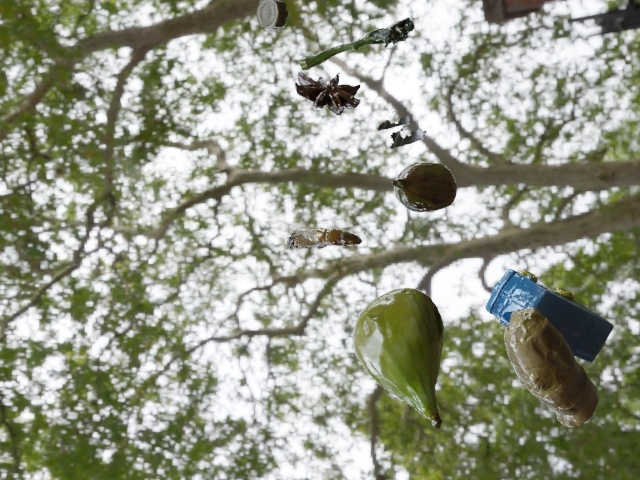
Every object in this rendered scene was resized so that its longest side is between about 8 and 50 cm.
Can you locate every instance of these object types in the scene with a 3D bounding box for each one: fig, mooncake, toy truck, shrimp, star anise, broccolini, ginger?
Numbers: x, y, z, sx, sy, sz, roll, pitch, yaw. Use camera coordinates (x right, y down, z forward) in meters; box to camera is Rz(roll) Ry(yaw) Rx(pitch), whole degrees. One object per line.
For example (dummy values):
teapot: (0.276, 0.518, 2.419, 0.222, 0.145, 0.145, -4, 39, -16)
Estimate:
fig: (0.213, 0.245, 1.948, 0.233, 0.314, 0.233, -24, -46, -27)
mooncake: (0.026, -0.279, 1.394, 0.347, 0.150, 0.057, 56, -135, -3)
fig: (0.189, -0.103, 1.604, 0.154, 0.109, 0.103, 9, -123, -53)
toy truck: (0.612, 0.199, 2.250, 0.384, 0.162, 0.161, 25, -83, -38)
shrimp: (0.000, 0.000, 1.664, 0.101, 0.190, 0.042, 16, -103, -45)
star anise: (0.013, -0.273, 1.579, 0.141, 0.141, 0.042, -45, -24, -51)
broccolini: (0.076, -0.390, 1.722, 0.071, 0.254, 0.058, 24, -129, -59)
ginger: (0.408, 0.232, 1.504, 0.109, 0.116, 0.263, -41, -59, -2)
